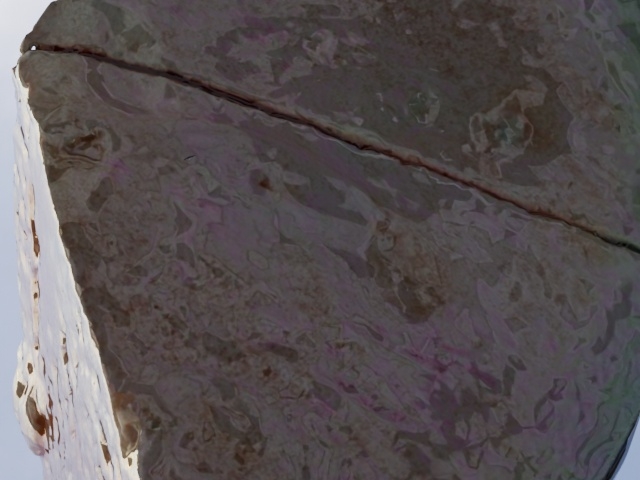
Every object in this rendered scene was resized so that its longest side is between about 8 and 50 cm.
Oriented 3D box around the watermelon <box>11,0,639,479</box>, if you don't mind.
[{"bbox_3d":[0.003,0.028,0.797,0.292,0.222,0.319,-22,-107,-24],"label":"watermelon"}]
